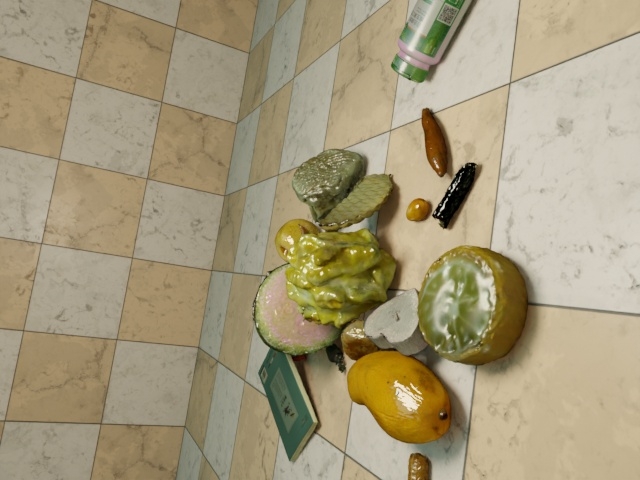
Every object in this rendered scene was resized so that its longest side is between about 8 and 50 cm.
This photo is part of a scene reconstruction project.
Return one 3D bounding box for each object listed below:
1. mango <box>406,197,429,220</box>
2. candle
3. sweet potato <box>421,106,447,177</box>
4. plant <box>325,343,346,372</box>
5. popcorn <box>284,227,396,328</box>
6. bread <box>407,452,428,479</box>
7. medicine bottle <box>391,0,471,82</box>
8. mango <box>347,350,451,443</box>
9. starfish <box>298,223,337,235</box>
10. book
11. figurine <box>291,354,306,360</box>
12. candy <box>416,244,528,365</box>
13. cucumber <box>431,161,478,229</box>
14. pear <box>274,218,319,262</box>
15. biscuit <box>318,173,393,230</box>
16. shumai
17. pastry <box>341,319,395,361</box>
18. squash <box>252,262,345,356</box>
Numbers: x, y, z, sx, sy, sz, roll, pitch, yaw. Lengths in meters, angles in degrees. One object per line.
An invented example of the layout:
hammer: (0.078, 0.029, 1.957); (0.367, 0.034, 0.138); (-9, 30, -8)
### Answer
mango: (0.258, -0.080, 1.401); (0.089, 0.046, 0.060); (134, 139, -57)
candle: (0.203, 0.196, 1.284); (0.168, 0.068, 0.192); (-51, 24, -18)
sweet potato: (0.302, -0.268, 1.381); (0.057, 0.057, 0.265); (-48, 34, 48)
plant: (0.052, 0.373, 1.643); (0.102, 0.051, 0.051); (54, 128, 52)
popcorn: (0.057, 0.106, 1.491); (0.312, 0.312, 0.312); (-38, 47, 55)
bread: (0.223, 0.573, 1.198); (0.052, 0.044, 0.157); (151, 127, -66)
medicine bottle: (0.300, -0.578, 1.424); (0.274, 0.133, 0.133); (-64, 28, 31)
mango: (0.181, 0.362, 1.252); (0.359, 0.144, 0.187); (22, 93, 62)
starfish: (-0.001, 0.002, 1.832); (0.247, 0.138, 0.050); (-103, 5, -47)
book: (-0.127, 0.559, 1.872); (0.379, 0.031, 0.264); (61, 140, 39)
figurine: (-0.101, 0.403, 1.931); (0.140, 0.075, 0.068); (37, 112, 51)
candy: (0.319, 0.137, 1.108); (0.260, 0.118, 0.260); (-27, 58, 54)
cucumber: (0.327, -0.111, 1.263); (0.181, 0.053, 0.053); (-64, 28, 23)
pear: (-0.082, 0.000, 1.955); (0.178, 0.178, 0.178); (-38, 47, 55)
biscuit: (0.128, -0.116, 1.550); (0.187, 0.036, 0.273); (2, 40, 50)
shumai: (0.048, -0.184, 1.798); (0.260, 0.222, 0.225); (-39, 43, -2)
pastry: (0.127, 0.282, 1.419); (0.153, 0.153, 0.081); (-50, 17, 46)
squash: (-0.078, 0.262, 1.774); (0.309, 0.310, 0.310); (105, 167, -69)
